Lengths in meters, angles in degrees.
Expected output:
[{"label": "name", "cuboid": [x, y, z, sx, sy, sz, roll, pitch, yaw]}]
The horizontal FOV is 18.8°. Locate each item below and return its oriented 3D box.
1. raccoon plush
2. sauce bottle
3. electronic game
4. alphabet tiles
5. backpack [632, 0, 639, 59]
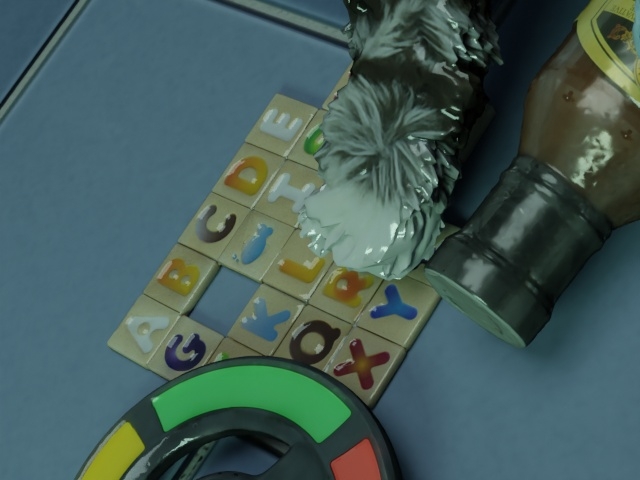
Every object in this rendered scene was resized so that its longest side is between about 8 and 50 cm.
[{"label": "raccoon plush", "cuboid": [0.103, -0.216, 1.171, 0.216, 0.299, 0.446, 28, 109, 27]}, {"label": "sauce bottle", "cuboid": [0.188, -0.094, 1.040, 0.111, 0.111, 0.344, 31, 81, 41]}, {"label": "electronic game", "cuboid": [-0.057, 0.169, 1.054, 0.229, 0.048, 0.229, -16, 55, 25]}, {"label": "alphabet tiles", "cuboid": [0.000, 0.000, 1.163, 0.198, 0.009, 0.237, 23, 75, 40]}, {"label": "backpack", "cuboid": [0.280, -0.058, 0.736, 0.290, 0.355, 0.273, 11, 80, 57]}]
